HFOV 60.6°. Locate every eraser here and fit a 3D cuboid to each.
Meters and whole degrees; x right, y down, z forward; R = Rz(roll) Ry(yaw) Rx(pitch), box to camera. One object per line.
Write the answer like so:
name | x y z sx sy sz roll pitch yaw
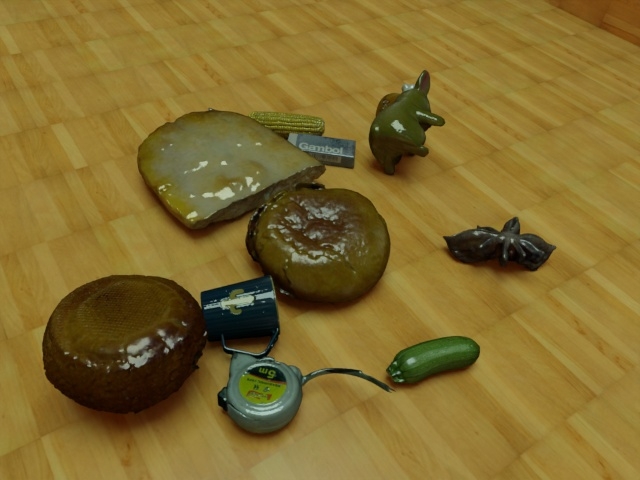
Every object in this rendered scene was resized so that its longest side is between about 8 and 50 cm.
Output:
eraser | 0.002 -0.278 1.681 0.213 0.046 0.091 7 45 0

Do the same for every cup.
cup | -0.168 0.168 1.164 0.155 0.131 0.176 -7 62 -8

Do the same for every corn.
corn | -0.111 -0.363 1.729 0.249 0.081 0.081 4 45 -3

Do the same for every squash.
squash | 0.240 0.250 1.162 0.219 0.068 0.077 -14 80 -19

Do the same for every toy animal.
toy animal | 0.281 -0.370 1.675 0.180 0.181 0.363 44 55 -7

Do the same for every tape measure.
tape measure | -0.029 0.308 1.052 0.331 0.084 0.164 10 47 7

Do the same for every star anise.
star anise | 0.477 0.016 1.411 0.258 0.110 0.198 -10 31 -26

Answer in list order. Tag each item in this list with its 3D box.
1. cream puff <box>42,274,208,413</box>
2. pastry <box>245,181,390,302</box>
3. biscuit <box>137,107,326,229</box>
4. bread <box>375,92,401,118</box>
cream puff | -0.365 0.200 1.039 0.303 0.212 0.303 0 35 0
pastry | 0.000 0.000 1.321 0.357 0.163 0.355 6 43 -5
biscuit | -0.288 -0.212 1.535 0.446 0.103 0.429 37 55 24
bread | 0.242 -0.426 1.843 0.114 0.077 0.189 29 53 -5
